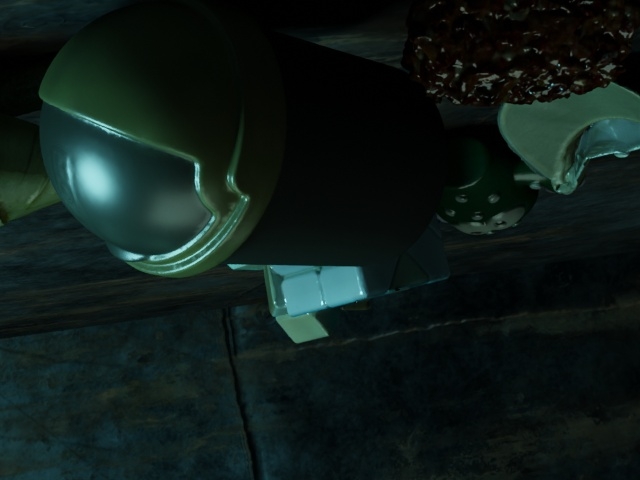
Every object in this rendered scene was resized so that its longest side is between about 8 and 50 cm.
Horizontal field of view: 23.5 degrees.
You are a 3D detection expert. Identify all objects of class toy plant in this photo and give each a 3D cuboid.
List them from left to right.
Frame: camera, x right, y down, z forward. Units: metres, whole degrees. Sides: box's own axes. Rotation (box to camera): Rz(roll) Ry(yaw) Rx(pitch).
[{"bbox_3d":[0.202,-0.069,1.925,0.243,0.113,0.232,6,161,-42],"label":"toy plant"}]

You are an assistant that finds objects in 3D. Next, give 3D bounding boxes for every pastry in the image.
[{"bbox_3d":[0.163,-0.167,1.258,0.208,0.115,0.097,-10,-176,-15],"label":"pastry"}]

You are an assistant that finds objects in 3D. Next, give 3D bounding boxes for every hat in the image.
[{"bbox_3d":[0.327,-0.150,1.705,0.214,0.149,0.245,-7,138,36],"label":"hat"}]

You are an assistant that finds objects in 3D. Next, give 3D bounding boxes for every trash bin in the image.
[{"bbox_3d":[-0.071,-0.074,1.197,0.214,0.214,0.333,-16,165,38],"label":"trash bin"}]

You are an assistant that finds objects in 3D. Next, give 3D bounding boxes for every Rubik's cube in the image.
[{"bbox_3d":[0.000,0.000,1.801,0.213,0.224,0.265,-15,176,38],"label":"Rubik's cube"}]

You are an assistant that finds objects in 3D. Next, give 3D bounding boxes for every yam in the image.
[{"bbox_3d":[-0.242,-0.126,1.273,0.094,0.043,0.043,-11,171,14],"label":"yam"}]

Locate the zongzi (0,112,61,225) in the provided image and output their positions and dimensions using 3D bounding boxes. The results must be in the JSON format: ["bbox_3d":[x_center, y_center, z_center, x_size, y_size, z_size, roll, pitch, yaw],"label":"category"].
[{"bbox_3d":[-0.352,-0.037,1.297,0.317,0.154,0.289,4,170,-29],"label":"zongzi"}]
